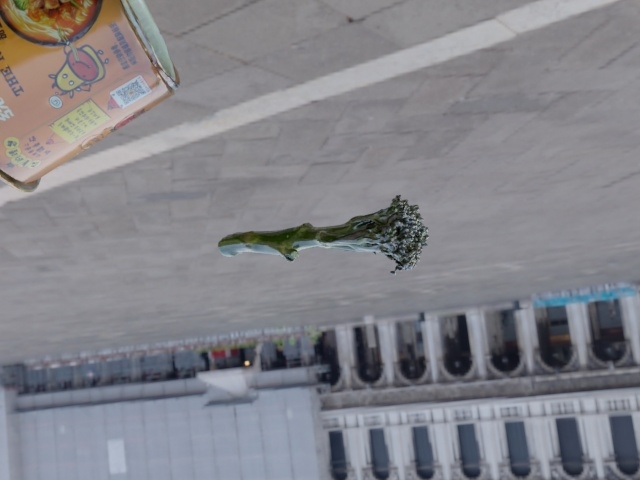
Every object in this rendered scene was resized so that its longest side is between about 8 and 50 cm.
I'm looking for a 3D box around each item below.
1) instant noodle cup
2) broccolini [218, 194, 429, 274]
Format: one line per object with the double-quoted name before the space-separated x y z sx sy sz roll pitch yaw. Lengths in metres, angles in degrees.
"instant noodle cup" -0.237 -0.173 0.682 0.172 0.216 0.216 -25 172 0
"broccolini" 0.000 -0.003 0.711 0.216 0.067 0.058 -4 -152 38
